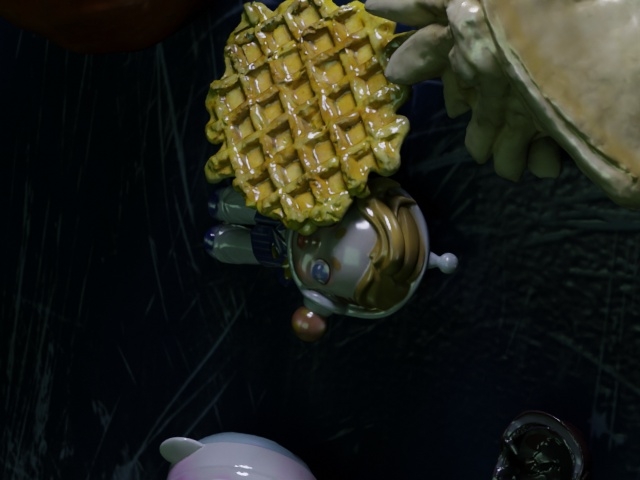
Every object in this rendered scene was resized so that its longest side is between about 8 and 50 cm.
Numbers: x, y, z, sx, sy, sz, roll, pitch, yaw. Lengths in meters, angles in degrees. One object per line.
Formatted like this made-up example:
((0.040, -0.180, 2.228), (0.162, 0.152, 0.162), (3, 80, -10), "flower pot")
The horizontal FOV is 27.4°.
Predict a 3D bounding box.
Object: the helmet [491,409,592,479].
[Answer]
((0.231, 0.223, 1.318), (0.098, 0.070, 0.123), (30, 113, 31), "helmet")

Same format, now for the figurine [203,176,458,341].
((-0.004, 0.010, 1.365), (0.274, 0.133, 0.194), (-18, 73, 40), "figurine")

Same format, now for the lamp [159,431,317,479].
((-0.063, 0.288, 1.487), (0.246, 0.108, 0.179), (15, 143, 5), "lamp")

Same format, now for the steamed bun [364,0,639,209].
((0.188, -0.193, 1.160), (0.247, 0.189, 0.428), (-34, 93, -5), "steamed bun")

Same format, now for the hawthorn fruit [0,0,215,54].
((-0.209, -0.343, 1.275), (0.308, 0.308, 0.325), (42, 106, 13), "hawthorn fruit")

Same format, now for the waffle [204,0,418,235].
((-0.012, -0.131, 1.298), (0.243, 0.058, 0.238), (21, 84, 33), "waffle")
